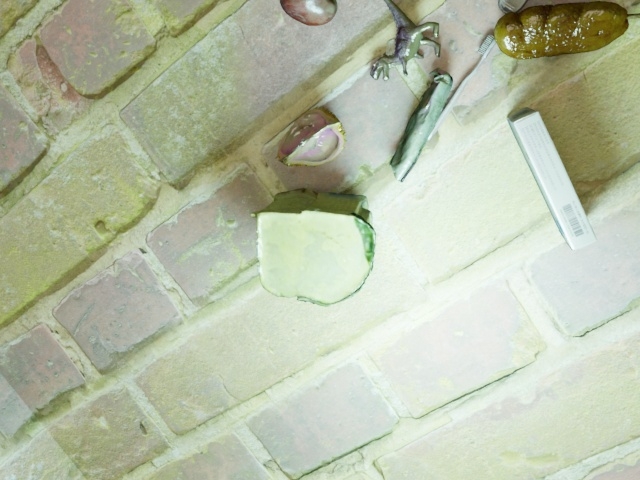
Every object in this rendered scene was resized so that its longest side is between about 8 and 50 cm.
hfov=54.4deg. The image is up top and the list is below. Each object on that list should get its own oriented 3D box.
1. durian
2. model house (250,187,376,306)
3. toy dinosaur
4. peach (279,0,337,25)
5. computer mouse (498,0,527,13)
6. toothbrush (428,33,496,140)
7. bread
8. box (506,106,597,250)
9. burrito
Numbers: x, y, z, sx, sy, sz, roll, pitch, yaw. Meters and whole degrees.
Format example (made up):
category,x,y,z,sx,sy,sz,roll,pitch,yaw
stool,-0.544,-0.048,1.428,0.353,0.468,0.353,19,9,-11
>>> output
category,x,y,z,sx,sy,sz,roll,pitch,yaw
durian,-0.021,-0.277,1.681,0.165,0.132,0.182,29,114,12
model house,0.000,0.000,1.683,0.321,0.266,0.261,4,113,10
toy dinosaur,0.208,-0.534,1.584,0.200,0.072,0.251,8,118,22
peach,-0.034,-0.625,1.589,0.152,0.152,0.152,4,107,12
computer mouse,0.476,-0.600,1.515,0.066,0.039,0.096,34,124,2
toothbrush,0.358,-0.392,1.611,0.029,0.025,0.307,36,110,10
bread,0.593,-0.513,1.489,0.344,0.084,0.124,-4,134,14
box,0.566,-0.159,1.537,0.065,0.200,0.343,-26,98,16
burrito,0.261,-0.297,1.630,0.066,0.096,0.309,19,108,-12
